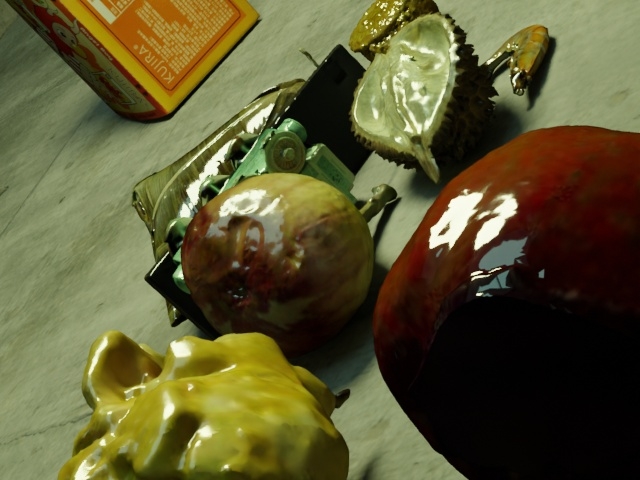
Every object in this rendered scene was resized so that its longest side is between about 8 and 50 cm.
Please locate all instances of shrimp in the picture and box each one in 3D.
[{"bbox_3d":[0.169,-0.152,1.446,0.091,0.025,0.127,-35,19,24],"label":"shrimp"}]

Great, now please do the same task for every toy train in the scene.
[{"bbox_3d":[-0.054,-0.015,1.463,0.081,0.125,0.194,-1,51,58],"label":"toy train"}]

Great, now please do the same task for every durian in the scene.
[{"bbox_3d":[0.102,-0.114,1.416,0.148,0.091,0.188,-42,34,31],"label":"durian"}]

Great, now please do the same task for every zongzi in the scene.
[{"bbox_3d":[-0.063,-0.043,1.570,0.248,0.111,0.241,-38,31,10],"label":"zongzi"}]

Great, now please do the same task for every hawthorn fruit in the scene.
[{"bbox_3d":[0.148,0.028,0.915,0.215,0.215,0.249,-15,37,51],"label":"hawthorn fruit"}]

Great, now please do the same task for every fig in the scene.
[{"bbox_3d":[-0.007,-0.008,1.350,0.160,0.143,0.231,23,57,34],"label":"fig"}]

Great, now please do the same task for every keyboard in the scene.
[{"bbox_3d":[-0.044,-0.051,1.532,0.317,0.106,0.027,-52,14,-24],"label":"keyboard"}]

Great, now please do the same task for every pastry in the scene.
[{"bbox_3d":[0.080,-0.227,1.710,0.097,0.057,0.109,-48,18,6],"label":"pastry"}]

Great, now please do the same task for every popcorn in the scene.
[{"bbox_3d":[-0.085,0.170,1.108,0.253,0.191,0.190,-92,19,-65],"label":"popcorn"}]

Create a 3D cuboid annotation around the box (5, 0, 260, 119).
[{"bbox_3d":[-0.286,-0.339,2.260,0.214,0.283,0.259,-49,21,-14],"label":"box"}]
